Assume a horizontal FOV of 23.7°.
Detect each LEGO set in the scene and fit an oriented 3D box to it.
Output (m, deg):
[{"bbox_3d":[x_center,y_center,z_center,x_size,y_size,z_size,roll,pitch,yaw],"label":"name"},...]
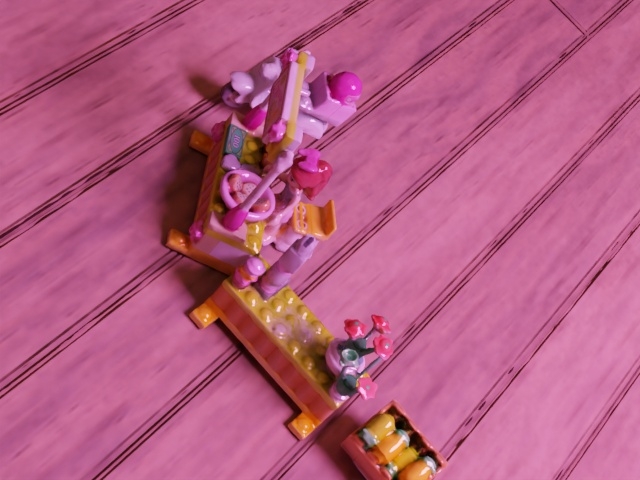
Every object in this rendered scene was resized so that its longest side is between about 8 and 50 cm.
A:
[{"bbox_3d":[0.000,0.000,0.841,0.132,0.107,0.287,7,53,-33],"label":"LEGO set"}]
